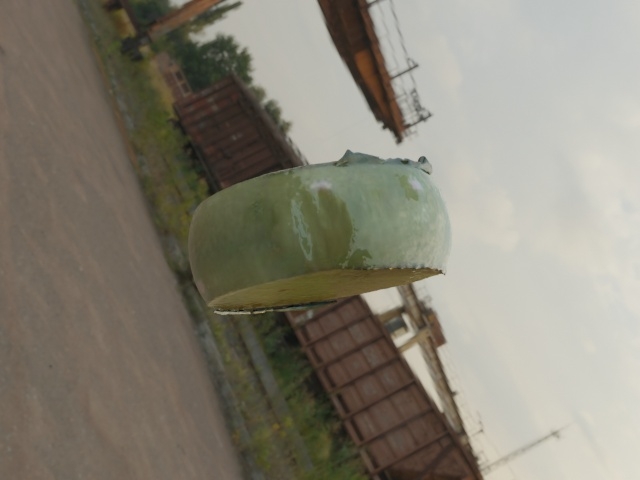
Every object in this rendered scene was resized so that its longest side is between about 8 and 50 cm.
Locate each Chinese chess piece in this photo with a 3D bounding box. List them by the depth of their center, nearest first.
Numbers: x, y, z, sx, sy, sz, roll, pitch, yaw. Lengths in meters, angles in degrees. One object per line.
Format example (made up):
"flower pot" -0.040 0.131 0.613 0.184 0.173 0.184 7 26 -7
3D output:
"Chinese chess piece" 0.000 0.000 0.570 0.188 0.188 0.083 91 -11 -81
